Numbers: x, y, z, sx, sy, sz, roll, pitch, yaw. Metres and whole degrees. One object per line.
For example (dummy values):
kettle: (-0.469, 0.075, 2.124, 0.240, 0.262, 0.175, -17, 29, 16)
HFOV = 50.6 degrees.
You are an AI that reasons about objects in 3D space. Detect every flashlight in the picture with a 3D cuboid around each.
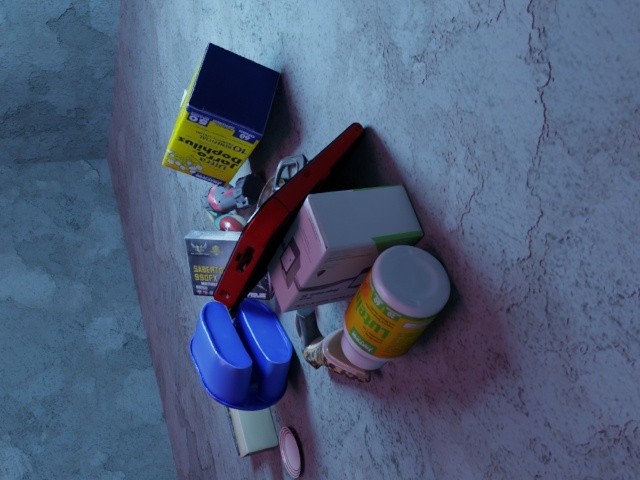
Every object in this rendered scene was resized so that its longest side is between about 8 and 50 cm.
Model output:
flashlight: (-0.248, -0.138, 1.972, 0.103, 0.103, 0.304, 59, 153, -10)

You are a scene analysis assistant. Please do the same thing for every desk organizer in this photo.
desk organizer: (-0.275, 0.194, 2.161, 0.130, 0.050, 0.047, 59, 146, 41)

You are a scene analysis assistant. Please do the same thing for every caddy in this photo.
caddy: (-0.219, 0.314, 1.860, 0.341, 0.241, 0.179, 55, 137, 46)

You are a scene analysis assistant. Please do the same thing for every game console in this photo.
game console: (-0.073, -0.042, 1.384, 0.060, 0.342, 0.386, 38, 145, 2)

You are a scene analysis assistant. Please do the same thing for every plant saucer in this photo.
plant saucer: (-0.117, -0.081, 1.733, 0.168, 0.029, 0.168, -29, 55, 52)

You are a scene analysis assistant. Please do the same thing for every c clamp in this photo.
c clamp: (-0.080, -0.144, 1.638, 0.161, 0.022, 0.137, 15, 89, 62)

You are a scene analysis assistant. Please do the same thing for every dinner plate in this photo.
dinner plate: (-0.081, 0.592, 1.897, 0.141, 0.017, 0.141, 172, 90, -66)

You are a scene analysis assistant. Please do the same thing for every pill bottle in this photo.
pill bottle: (0.120, 0.131, 1.202, 0.136, 0.136, 0.245, 67, 151, 30)

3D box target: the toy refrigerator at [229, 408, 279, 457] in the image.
toy refrigerator: (-0.219, 0.513, 2.072, 0.094, 0.102, 0.269, -53, 50, 57)

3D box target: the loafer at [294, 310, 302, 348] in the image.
loafer: (-0.044, 0.220, 1.689, 0.039, 0.045, 0.125, 180, 80, -72)

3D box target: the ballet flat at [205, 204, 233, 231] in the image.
ballet flat: (-0.311, -0.062, 2.172, 0.206, 0.073, 0.067, 51, 168, 52)

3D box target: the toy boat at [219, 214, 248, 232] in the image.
toy boat: (-0.265, 0.041, 1.953, 0.151, 0.151, 0.231, 36, 131, 33)

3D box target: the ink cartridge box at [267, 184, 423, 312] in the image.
ink cartridge box: (0.036, 0.020, 1.277, 0.273, 0.198, 0.115, -56, 48, 55)

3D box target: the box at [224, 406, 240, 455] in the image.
box: (-0.257, 0.564, 2.216, 0.232, 0.059, 0.183, 69, 152, 25)

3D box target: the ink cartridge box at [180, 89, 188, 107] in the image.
ink cartridge box: (-0.361, -0.402, 2.072, 0.092, 0.143, 0.090, -51, 51, 57)

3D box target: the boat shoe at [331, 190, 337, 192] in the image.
boat shoe: (0.000, 0.000, 1.486, 0.098, 0.109, 0.302, 38, 143, 2)

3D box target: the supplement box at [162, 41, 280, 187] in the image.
supplement box: (-0.268, -0.312, 1.770, 0.356, 0.194, 0.195, 142, 144, -62)

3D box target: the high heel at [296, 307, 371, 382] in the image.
high heel: (0.041, 0.274, 1.509, 0.261, 0.093, 0.186, 40, 150, 44)

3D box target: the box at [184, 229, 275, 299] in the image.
box: (-0.244, 0.067, 1.850, 0.056, 0.231, 0.183, -65, -25, -60)
